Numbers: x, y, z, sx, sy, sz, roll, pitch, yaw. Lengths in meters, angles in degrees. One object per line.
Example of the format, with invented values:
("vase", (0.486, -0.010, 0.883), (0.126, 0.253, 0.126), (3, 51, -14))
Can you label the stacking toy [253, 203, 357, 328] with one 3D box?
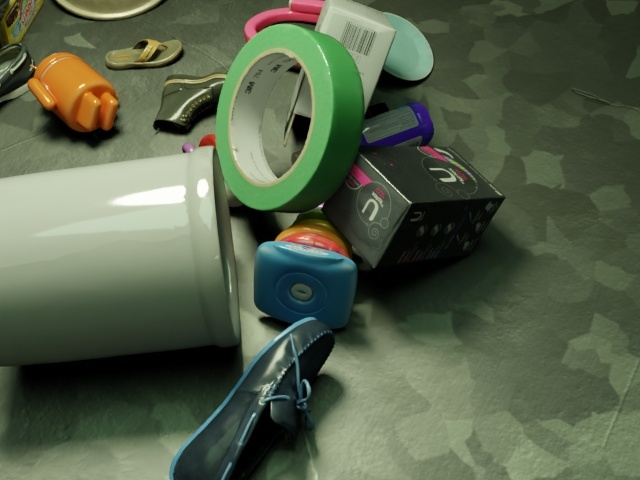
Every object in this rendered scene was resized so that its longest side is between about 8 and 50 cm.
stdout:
("stacking toy", (0.000, 0.000, 1.473), (0.175, 0.165, 0.302), (12, 38, 6))

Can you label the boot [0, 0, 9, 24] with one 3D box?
("boot", (-0.818, -0.436, 1.762), (0.260, 0.131, 0.348), (-17, 44, 29))

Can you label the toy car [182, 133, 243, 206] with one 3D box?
("toy car", (-0.224, -0.135, 1.570), (0.182, 0.136, 0.159), (-27, 56, -19))

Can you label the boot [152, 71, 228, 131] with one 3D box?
("boot", (-0.251, -0.284, 1.740), (0.198, 0.077, 0.137), (-1, 55, 17))

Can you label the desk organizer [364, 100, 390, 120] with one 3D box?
("desk organizer", (0.083, -0.245, 1.710), (0.130, 0.050, 0.047), (-16, 53, -12))

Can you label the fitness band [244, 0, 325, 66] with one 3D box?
("fitness band", (-0.032, -0.479, 1.880), (0.291, 0.054, 0.209), (13, 48, 19))

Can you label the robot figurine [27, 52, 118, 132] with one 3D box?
("robot figurine", (-0.519, -0.314, 1.722), (0.158, 0.128, 0.219), (-40, 61, -19))

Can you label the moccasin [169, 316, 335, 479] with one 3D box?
("moccasin", (-0.076, 0.274, 1.255), (0.117, 0.137, 0.342), (25, 68, 36))

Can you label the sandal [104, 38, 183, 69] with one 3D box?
("sandal", (-0.404, -0.432, 1.866), (0.180, 0.049, 0.072), (-9, 52, -7))

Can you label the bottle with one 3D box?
("bottle", (0.082, -0.188, 1.622), (0.283, 0.118, 0.092), (-22, 84, -15))

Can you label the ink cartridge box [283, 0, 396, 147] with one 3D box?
("ink cartridge box", (0.029, -0.322, 1.599), (0.130, 0.272, 0.309), (19, 21, -7))

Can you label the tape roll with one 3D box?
("tape roll", (-0.062, -0.209, 1.424), (0.077, 0.321, 0.321), (3, 42, -42))

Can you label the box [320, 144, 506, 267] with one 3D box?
("box", (0.165, -0.065, 1.435), (0.270, 0.143, 0.165), (-6, 44, -44))

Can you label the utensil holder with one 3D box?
("utensil holder", (-0.340, 0.032, 1.326), (0.385, 0.327, 0.327), (-7, 51, -1))

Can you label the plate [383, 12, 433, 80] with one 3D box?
("plate", (0.170, -0.432, 1.842), (0.188, 0.024, 0.188), (14, 57, -23))

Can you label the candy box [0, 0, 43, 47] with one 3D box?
("candy box", (-0.707, -0.542, 1.923), (0.027, 0.105, 0.206), (10, 52, 1))

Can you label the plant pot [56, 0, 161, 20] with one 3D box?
("plant pot", (-0.514, -0.744, 1.906), (0.334, 0.305, 0.334), (1, 66, -3))

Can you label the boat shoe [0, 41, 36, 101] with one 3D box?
("boat shoe", (-0.744, -0.320, 1.753), (0.114, 0.091, 0.302), (25, 55, 20))
